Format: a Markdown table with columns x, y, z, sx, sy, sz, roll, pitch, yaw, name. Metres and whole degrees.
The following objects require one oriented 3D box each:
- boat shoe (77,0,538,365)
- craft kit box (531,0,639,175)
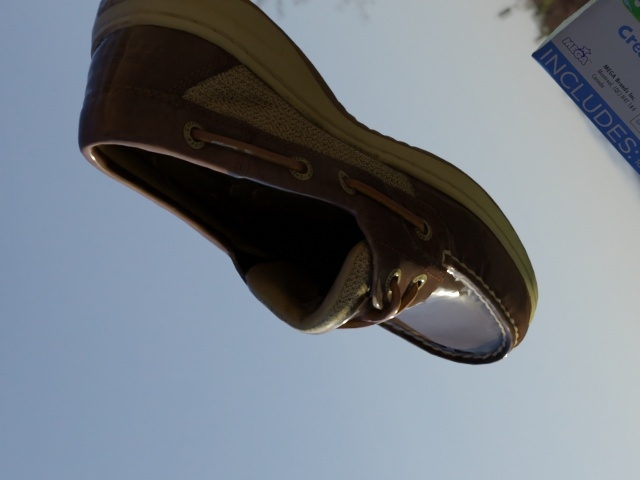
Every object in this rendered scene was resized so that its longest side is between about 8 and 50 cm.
| x | y | z | sx | sy | sz | roll | pitch | yaw | name |
| --- | --- | --- | --- | --- | --- | --- | --- | --- | --- |
| 0.000 | 0.000 | 0.783 | 0.342 | 0.123 | 0.123 | 41 | -134 | -39 | boat shoe |
| 0.277 | -0.082 | 0.747 | 0.250 | 0.246 | 0.061 | 48 | -132 | -2 | craft kit box |
